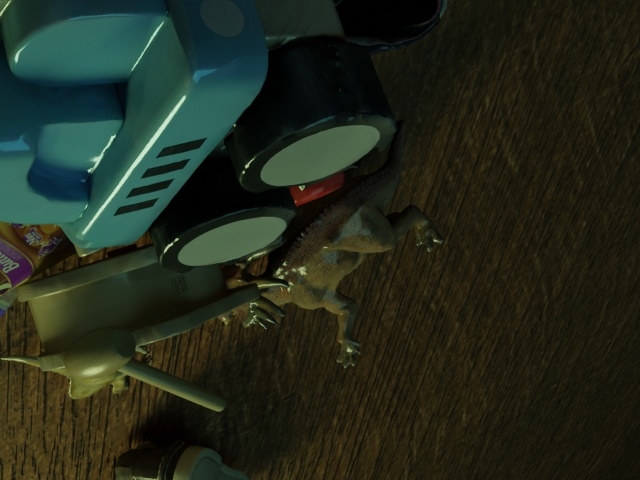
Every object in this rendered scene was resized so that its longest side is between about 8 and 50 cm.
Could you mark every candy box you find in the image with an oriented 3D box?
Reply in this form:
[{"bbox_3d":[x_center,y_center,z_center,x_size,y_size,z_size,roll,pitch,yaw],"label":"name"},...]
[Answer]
[{"bbox_3d":[-0.279,0.001,1.071,0.187,0.053,0.109,-30,150,-18],"label":"candy box"}]

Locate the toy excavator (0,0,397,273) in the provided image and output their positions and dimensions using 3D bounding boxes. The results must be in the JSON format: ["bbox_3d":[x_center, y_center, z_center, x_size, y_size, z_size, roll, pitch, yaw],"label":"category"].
[{"bbox_3d":[-0.176,-0.129,0.766,0.445,0.222,0.433,-9,161,-31],"label":"toy excavator"}]

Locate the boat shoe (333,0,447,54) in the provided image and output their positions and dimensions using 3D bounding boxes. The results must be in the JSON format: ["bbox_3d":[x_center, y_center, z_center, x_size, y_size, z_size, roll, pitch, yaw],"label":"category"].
[{"bbox_3d":[0.076,-0.229,1.088,0.340,0.158,0.127,-20,144,-35],"label":"boat shoe"}]

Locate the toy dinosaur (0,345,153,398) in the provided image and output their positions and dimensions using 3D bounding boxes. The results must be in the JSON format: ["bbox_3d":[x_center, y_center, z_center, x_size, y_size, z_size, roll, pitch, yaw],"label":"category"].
[{"bbox_3d":[-0.217,0.120,1.304,0.092,0.053,0.183,-46,151,10],"label":"toy dinosaur"}]

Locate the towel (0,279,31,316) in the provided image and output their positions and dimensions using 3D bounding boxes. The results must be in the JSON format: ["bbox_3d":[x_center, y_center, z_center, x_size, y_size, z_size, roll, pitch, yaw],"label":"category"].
[{"bbox_3d":[-0.296,0.059,1.169,0.083,0.009,0.060,-48,151,9],"label":"towel"}]

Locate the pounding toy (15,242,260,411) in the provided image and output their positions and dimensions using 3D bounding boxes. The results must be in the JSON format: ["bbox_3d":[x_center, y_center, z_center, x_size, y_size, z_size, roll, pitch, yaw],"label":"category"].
[{"bbox_3d":[-0.159,0.083,1.162,0.154,0.154,0.269,-16,-177,28],"label":"pounding toy"}]

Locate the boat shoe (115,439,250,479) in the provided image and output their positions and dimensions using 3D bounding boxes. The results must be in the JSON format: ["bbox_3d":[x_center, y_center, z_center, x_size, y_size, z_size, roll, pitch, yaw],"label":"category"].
[{"bbox_3d":[-0.154,0.318,1.601,0.324,0.097,0.116,67,33,-63],"label":"boat shoe"}]

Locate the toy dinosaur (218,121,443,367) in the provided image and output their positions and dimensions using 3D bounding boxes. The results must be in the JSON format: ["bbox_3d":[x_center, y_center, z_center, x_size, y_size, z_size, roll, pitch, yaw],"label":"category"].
[{"bbox_3d":[0.000,0.000,1.348,0.295,0.127,0.200,-51,143,4],"label":"toy dinosaur"}]

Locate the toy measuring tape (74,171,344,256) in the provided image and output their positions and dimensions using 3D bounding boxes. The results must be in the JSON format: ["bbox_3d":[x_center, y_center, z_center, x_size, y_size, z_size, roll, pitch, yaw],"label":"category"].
[{"bbox_3d":[-0.065,-0.067,1.144,0.330,0.121,0.121,-28,149,-45],"label":"toy measuring tape"}]
